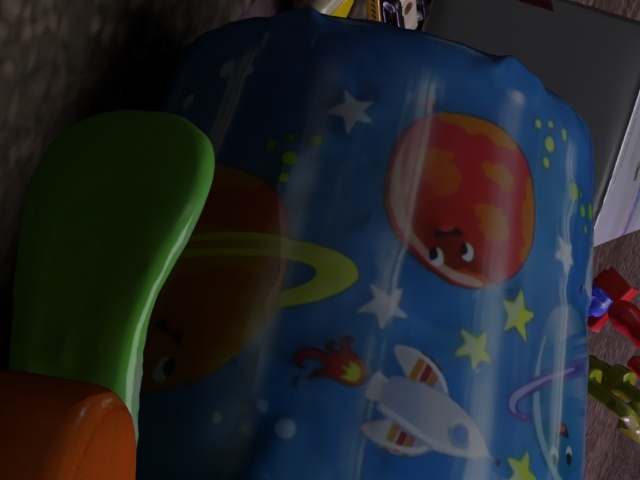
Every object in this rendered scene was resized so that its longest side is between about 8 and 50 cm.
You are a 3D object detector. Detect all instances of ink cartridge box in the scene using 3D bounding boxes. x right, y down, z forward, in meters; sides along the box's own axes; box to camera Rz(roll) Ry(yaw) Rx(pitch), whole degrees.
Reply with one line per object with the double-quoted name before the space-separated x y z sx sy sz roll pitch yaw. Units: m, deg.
"ink cartridge box" 0.135 -0.077 0.984 0.176 0.128 0.127 -11 119 -70

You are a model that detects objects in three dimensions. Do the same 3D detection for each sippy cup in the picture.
"sippy cup" 0.003 0.044 0.630 0.305 0.240 0.224 136 -31 -75

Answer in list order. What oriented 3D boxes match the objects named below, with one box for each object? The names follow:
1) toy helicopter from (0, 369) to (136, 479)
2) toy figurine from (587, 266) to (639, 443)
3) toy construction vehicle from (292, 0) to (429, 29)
"toy helicopter" -0.129 0.181 0.455 0.355 0.140 0.235 86 14 -65
"toy figurine" 0.098 0.119 1.002 0.217 0.191 0.362 -48 160 14
"toy construction vehicle" 0.010 -0.100 0.776 0.086 0.035 0.098 -50 152 -21
